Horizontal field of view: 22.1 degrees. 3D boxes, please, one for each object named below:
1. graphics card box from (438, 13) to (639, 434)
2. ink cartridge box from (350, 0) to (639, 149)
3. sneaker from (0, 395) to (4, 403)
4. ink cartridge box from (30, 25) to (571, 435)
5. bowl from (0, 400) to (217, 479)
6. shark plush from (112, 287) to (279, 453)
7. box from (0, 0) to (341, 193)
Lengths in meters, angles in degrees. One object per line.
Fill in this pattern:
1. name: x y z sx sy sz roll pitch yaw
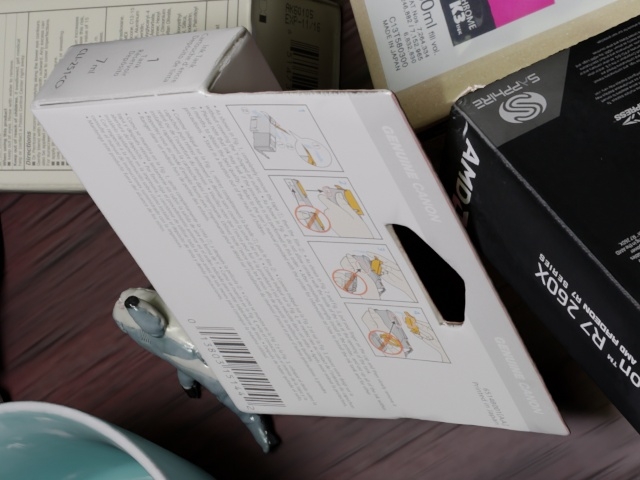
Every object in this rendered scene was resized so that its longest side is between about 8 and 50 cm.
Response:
1. graphics card box: 0.258 0.029 0.860 0.371 0.233 0.094 51 156 28
2. ink cartridge box: 0.111 -0.200 1.055 0.193 0.088 0.234 -22 77 29
3. sneaker: -0.355 0.078 1.299 0.182 0.127 0.315 -6 87 28
4. ink cartridge box: 0.000 0.000 1.010 0.261 0.296 0.066 0 47 34
5. bowl: -0.153 0.264 1.153 0.312 0.163 0.311 -1 88 31
6. shark plush: -0.085 0.087 1.200 0.161 0.073 0.067 38 129 5
7. box: -0.149 -0.103 1.185 0.311 0.121 0.148 3 91 31
